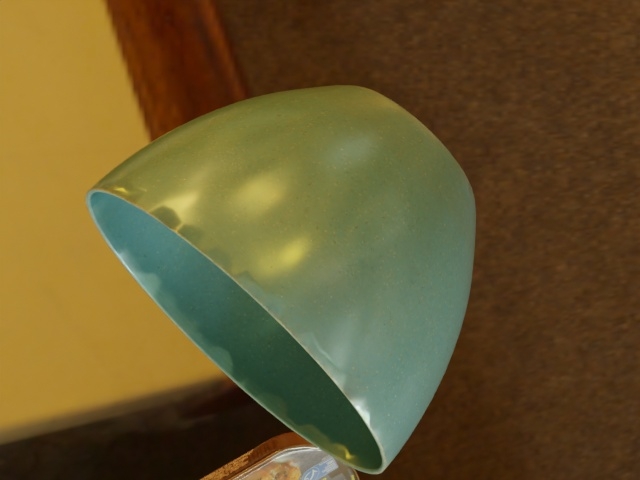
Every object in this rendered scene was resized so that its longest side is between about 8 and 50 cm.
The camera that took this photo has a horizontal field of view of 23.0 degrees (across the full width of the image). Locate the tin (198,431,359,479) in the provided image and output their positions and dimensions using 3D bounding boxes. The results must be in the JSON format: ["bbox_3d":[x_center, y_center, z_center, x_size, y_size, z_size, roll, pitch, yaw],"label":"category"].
[{"bbox_3d":[-0.055,0.237,1.344,0.190,0.040,0.106,-29,109,0],"label":"tin"}]

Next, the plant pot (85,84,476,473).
[{"bbox_3d":[0.000,0.000,1.147,0.290,0.290,0.195,34,72,32],"label":"plant pot"}]
